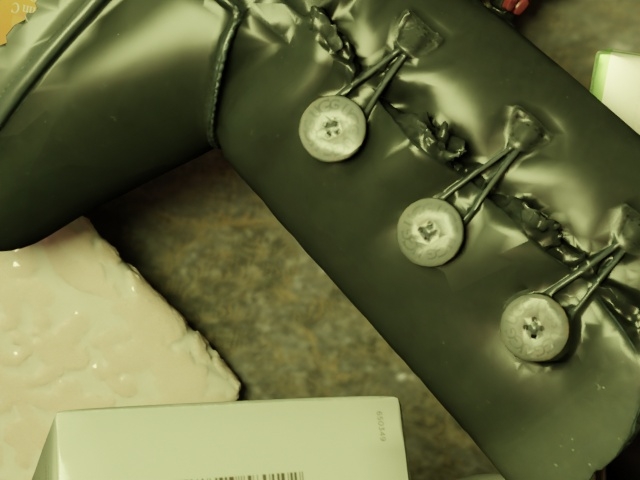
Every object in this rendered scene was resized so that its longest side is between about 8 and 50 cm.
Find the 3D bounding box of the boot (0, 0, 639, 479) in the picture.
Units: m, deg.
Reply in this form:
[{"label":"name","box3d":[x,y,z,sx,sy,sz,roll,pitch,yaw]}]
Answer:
[{"label":"boot","box3d":[0.001,-0.001,0.733,0.445,0.146,0.367,42,111,4]}]

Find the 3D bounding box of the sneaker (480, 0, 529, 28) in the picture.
[{"label":"sneaker","box3d":[0.110,-0.215,0.808,0.299,0.121,0.112,-46,50,9]}]

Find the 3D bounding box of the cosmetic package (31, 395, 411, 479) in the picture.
[{"label":"cosmetic package","box3d":[-0.086,0.209,0.738,0.197,0.365,0.155,-1,70,-16]}]

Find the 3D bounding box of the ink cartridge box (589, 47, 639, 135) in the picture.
[{"label":"ink cartridge box","box3d":[0.293,-0.031,0.789,0.235,0.056,0.171,11,99,14]}]

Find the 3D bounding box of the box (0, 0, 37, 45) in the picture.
[{"label":"box","box3d":[-0.240,-0.150,0.939,0.130,0.091,0.170,15,99,17]}]

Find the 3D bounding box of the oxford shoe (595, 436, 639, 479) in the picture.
[{"label":"oxford shoe","box3d":[0.224,0.210,0.779,0.097,0.098,0.271,-7,92,22]}]

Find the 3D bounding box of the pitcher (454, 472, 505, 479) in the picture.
[{"label":"pitcher","box3d":[0.106,0.274,0.856,0.207,0.125,0.178,-35,104,29]}]

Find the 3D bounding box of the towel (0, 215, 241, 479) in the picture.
[{"label":"towel","box3d":[-0.284,0.102,0.904,0.317,0.053,0.332,-41,106,3]}]
